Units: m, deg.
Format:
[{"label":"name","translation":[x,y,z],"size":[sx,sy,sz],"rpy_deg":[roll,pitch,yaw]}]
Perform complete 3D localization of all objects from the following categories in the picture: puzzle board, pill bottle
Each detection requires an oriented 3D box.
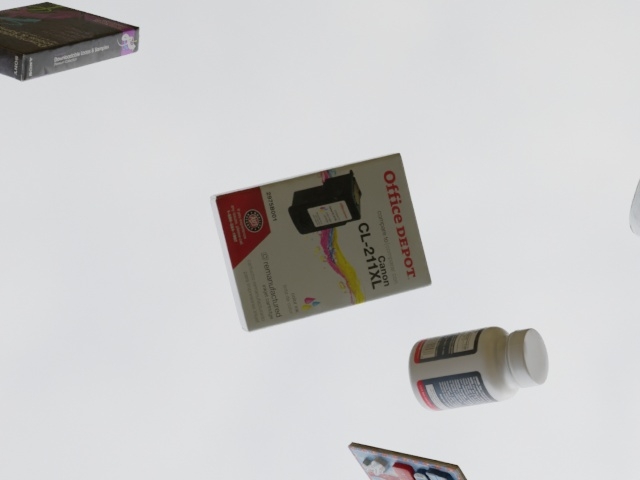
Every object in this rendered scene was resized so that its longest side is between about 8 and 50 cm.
[{"label":"puzzle board","translation":[0.082,0.200,1.061],"size":[0.011,0.096,0.128],"rpy_deg":[-44,-155,-27]},{"label":"pill bottle","translation":[0.225,0.179,1.958],"size":[0.180,0.108,0.108],"rpy_deg":[-13,-148,33]}]

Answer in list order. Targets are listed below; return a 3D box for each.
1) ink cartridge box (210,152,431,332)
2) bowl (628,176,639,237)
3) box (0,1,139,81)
[{"label":"ink cartridge box","translation":[0.000,0.000,1.254],"size":[0.175,0.128,0.072],"rpy_deg":[-14,-178,-8]},{"label":"bowl","translation":[0.301,-0.087,0.711],"size":[0.134,0.298,0.298],"rpy_deg":[38,-129,20]},{"label":"box","translation":[-0.258,-0.182,1.248],"size":[0.116,0.029,0.162],"rpy_deg":[19,-154,25]}]
